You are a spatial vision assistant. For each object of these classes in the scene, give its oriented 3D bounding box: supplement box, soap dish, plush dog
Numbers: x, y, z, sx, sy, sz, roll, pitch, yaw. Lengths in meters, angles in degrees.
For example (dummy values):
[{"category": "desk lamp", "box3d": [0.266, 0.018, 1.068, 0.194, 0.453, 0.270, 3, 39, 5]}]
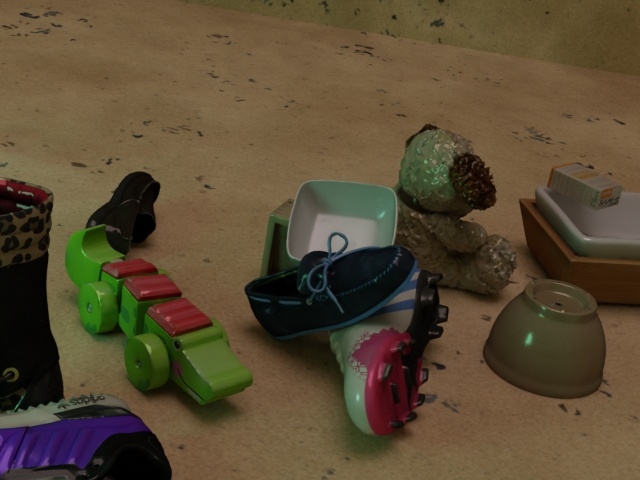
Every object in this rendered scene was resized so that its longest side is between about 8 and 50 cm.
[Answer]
[{"category": "supplement box", "box3d": [0.417, -0.085, 1.745, 0.062, 0.036, 0.098, -13, 33, -40]}, {"category": "soap dish", "box3d": [0.479, 0.011, 1.749, 0.291, 0.118, 0.229, 3, 26, -13]}, {"category": "plush dog", "box3d": [0.165, -0.059, 1.654, 0.210, 0.225, 0.262, -3, 28, -26]}]

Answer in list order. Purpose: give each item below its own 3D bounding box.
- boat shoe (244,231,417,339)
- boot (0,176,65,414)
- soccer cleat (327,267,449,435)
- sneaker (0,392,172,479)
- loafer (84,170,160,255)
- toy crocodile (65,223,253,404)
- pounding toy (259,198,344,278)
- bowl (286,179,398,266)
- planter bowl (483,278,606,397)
[{"category": "boat shoe", "box3d": [0.000, 0.058, 1.358, 0.258, 0.089, 0.109, -26, 23, 36]}, {"category": "boot", "box3d": [-0.433, 0.078, 1.074, 0.377, 0.284, 0.138, 2, 26, -14]}, {"category": "soccer cleat", "box3d": [0.062, 0.138, 1.369, 0.143, 0.116, 0.331, -5, 22, 21]}, {"category": "sneaker", "box3d": [-0.264, 0.232, 1.029, 0.293, 0.102, 0.146, -15, 35, -42]}, {"category": "loafer", "box3d": [-0.276, -0.029, 1.620, 0.078, 0.080, 0.220, 22, 31, 3]}, {"category": "toy crocodile", "box3d": [-0.203, 0.089, 1.348, 0.115, 0.105, 0.340, -10, 32, -36]}, {"category": "pounding toy", "box3d": [0.000, 0.000, 1.568, 0.130, 0.141, 0.100, 18, 26, 16]}, {"category": "bowl", "box3d": [0.031, -0.009, 1.465, 0.142, 0.053, 0.142, 5, 52, 7]}, {"category": "planter bowl", "box3d": [0.307, 0.119, 1.469, 0.162, 0.109, 0.162, 8, 26, -4]}]
